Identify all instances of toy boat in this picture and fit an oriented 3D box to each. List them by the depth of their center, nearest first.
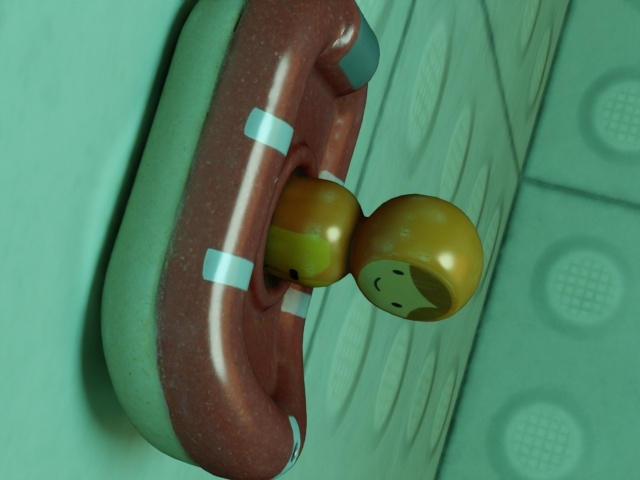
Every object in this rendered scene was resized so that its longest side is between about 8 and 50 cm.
[{"bbox_3d":[0.000,0.000,0.573,0.151,0.151,0.231,33,72,-74],"label":"toy boat"}]
